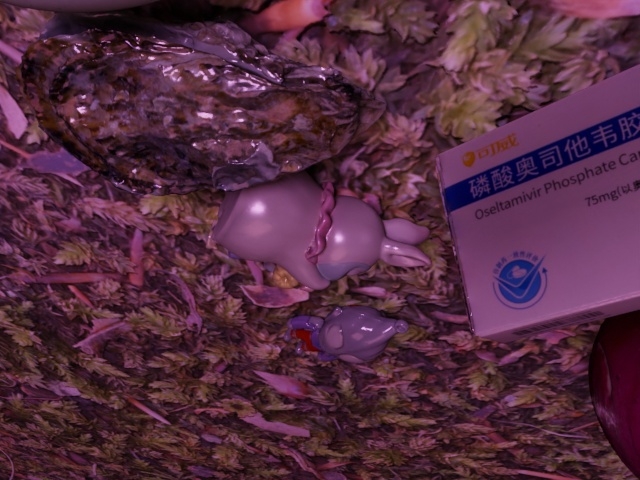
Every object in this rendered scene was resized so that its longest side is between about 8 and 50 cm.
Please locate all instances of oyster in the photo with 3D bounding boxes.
[{"bbox_3d":[-0.107,-0.131,0.615,0.351,0.158,0.162,2,151,-4],"label":"oyster"}]

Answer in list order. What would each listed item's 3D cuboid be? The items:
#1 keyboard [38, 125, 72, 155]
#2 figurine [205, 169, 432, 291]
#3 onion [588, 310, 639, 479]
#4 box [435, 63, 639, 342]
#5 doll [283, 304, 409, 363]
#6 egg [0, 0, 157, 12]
[{"bbox_3d":[-0.248,-0.142,0.731,0.176,0.014,0.055,-14,136,28],"label":"keyboard"},{"bbox_3d":[0.000,0.000,0.745,0.236,0.127,0.155,24,120,-17],"label":"figurine"},{"bbox_3d":[0.427,0.075,0.613,0.348,0.348,0.385,-16,98,30],"label":"onion"},{"bbox_3d":[0.280,-0.045,0.561,0.344,0.200,0.065,-23,155,34],"label":"box"},{"bbox_3d":[0.038,0.136,0.929,0.228,0.075,0.102,-13,125,43],"label":"doll"},{"bbox_3d":[-0.189,-0.258,0.454,0.264,0.182,0.182,9,140,-6],"label":"egg"}]
